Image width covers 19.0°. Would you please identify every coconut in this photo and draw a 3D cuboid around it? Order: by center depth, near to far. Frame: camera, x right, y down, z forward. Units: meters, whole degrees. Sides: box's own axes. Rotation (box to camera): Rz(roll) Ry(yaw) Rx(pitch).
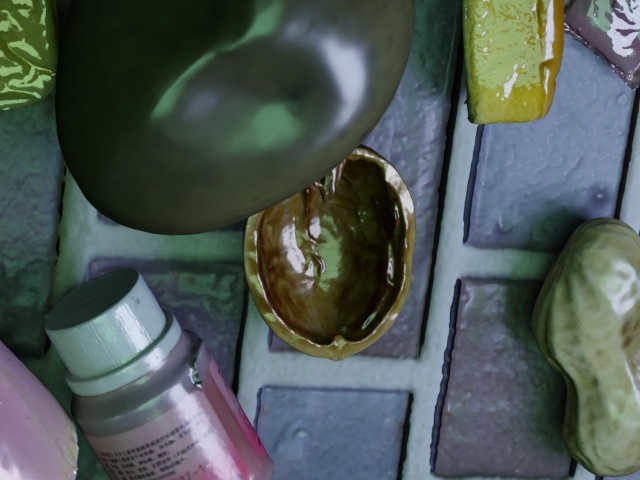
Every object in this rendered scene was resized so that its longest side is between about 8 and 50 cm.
[{"bbox_3d":[-0.358,0.171,1.690,0.233,0.233,0.245,-38,115,2],"label":"coconut"}]

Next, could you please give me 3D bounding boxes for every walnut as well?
[{"bbox_3d":[-0.001,0.001,1.784,0.167,0.087,0.211,-7,111,-17],"label":"walnut"}]

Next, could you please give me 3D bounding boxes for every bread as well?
[{"bbox_3d":[-0.304,-0.245,1.623,0.152,0.119,0.288,-10,110,-12],"label":"bread"},{"bbox_3d":[0.169,-0.225,1.745,0.094,0.102,0.245,-6,107,-3],"label":"bread"}]

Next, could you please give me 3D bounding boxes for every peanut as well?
[{"bbox_3d":[0.274,0.111,1.867,0.125,0.111,0.274,-12,109,-4],"label":"peanut"}]

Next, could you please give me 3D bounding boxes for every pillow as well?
[{"bbox_3d":[0.298,-0.248,1.795,0.118,0.043,0.185,30,95,-20],"label":"pillow"}]

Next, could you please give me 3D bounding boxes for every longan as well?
[{"bbox_3d":[-0.076,-0.161,1.611,0.288,0.288,0.350,43,90,-21],"label":"longan"}]

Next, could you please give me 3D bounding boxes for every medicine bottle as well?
[{"bbox_3d":[-0.153,0.153,1.771,0.147,0.147,0.247,-29,110,-2],"label":"medicine bottle"}]
